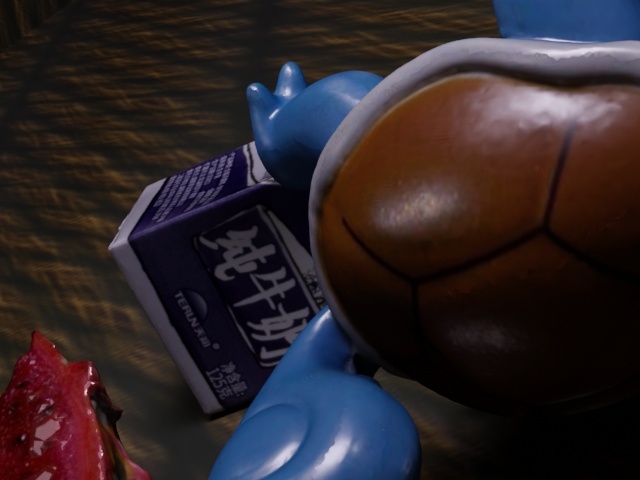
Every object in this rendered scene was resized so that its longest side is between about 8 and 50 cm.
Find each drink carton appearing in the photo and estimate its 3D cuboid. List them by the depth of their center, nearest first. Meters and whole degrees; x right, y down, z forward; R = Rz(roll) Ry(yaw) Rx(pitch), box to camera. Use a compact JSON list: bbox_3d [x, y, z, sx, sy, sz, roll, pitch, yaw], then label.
[{"bbox_3d":[0.001,0.001,1.039,0.222,0.134,0.102,-22,18,19],"label":"drink carton"}]

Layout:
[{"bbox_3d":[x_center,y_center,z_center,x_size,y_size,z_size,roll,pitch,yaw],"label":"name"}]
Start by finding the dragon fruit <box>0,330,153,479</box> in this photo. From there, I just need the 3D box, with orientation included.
[{"bbox_3d":[-0.133,0.203,0.760,0.262,0.134,0.211,-50,36,-13],"label":"dragon fruit"}]

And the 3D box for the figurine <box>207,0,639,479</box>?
[{"bbox_3d":[0.103,-0.022,0.769,0.416,0.298,0.243,-37,19,11],"label":"figurine"}]
